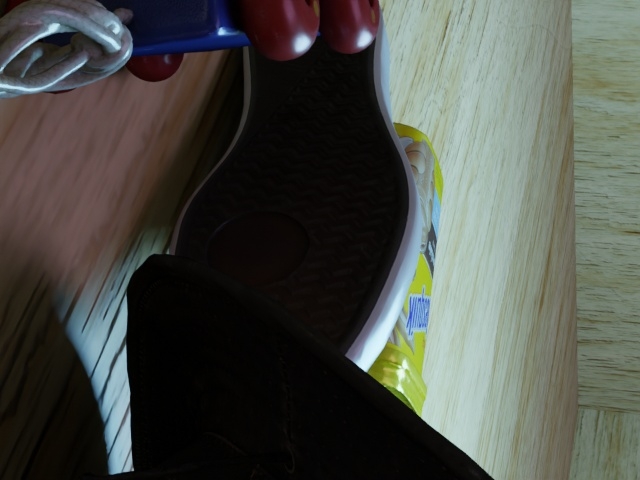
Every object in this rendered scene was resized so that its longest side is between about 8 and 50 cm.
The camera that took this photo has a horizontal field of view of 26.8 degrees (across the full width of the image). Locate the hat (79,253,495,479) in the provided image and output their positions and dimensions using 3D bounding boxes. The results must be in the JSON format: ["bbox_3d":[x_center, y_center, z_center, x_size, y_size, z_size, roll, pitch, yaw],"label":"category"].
[{"bbox_3d":[-0.034,0.165,0.431,0.134,0.331,0.331,-22,124,-26],"label":"hat"}]

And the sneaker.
[{"bbox_3d":[0.000,0.000,0.641,0.290,0.106,0.123,-79,167,-48],"label":"sneaker"}]

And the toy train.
[{"bbox_3d":[-0.062,-0.125,0.443,0.248,0.105,0.143,-29,112,-71],"label":"toy train"}]

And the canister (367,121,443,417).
[{"bbox_3d":[0.035,0.023,0.866,0.126,0.073,0.170,57,38,-66],"label":"canister"}]
